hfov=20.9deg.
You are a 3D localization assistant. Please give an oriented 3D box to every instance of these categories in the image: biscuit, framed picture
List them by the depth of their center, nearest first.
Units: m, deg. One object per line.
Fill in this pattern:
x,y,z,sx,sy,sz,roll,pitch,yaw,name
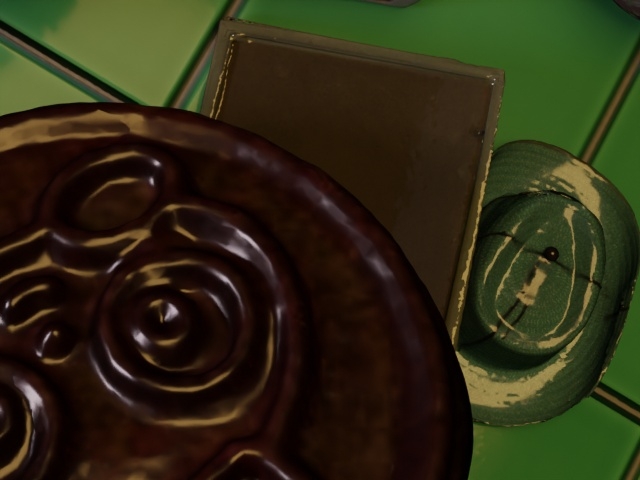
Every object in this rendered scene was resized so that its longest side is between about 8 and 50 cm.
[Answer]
-0.121,0.093,0.922,0.407,0.091,0.407,2,56,-3,biscuit
0.000,0.000,1.056,0.189,0.023,0.260,10,80,8,framed picture

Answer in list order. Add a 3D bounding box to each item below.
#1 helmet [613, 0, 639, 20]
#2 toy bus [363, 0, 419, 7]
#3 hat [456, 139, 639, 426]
0.240,-0.201,1.129,0.176,0.107,0.153,12,77,-31,helmet
0.030,-0.302,1.090,0.131,0.106,0.297,11,82,-14,toy bus
0.132,0.022,1.086,0.138,0.078,0.191,25,78,-6,hat
